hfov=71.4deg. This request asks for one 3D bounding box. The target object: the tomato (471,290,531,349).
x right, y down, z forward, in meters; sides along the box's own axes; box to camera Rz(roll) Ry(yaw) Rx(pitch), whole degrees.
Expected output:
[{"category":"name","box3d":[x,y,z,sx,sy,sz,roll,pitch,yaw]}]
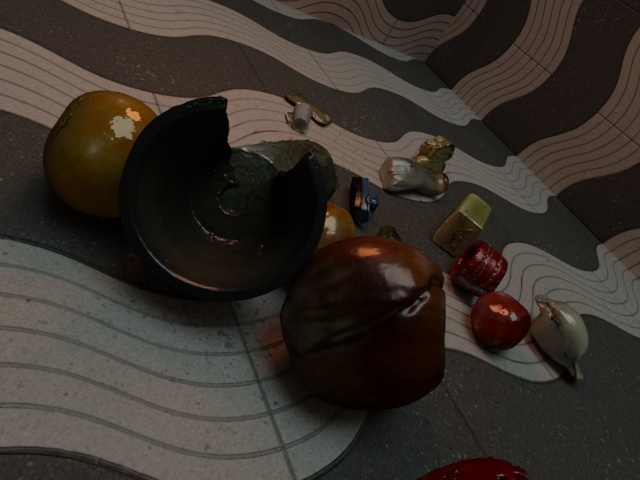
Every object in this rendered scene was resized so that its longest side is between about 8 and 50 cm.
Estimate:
[{"category":"tomato","box3d":[0.539,0.239,1.344,0.187,0.151,0.187,17,40,-15]}]

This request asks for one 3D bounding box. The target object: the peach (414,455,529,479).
[{"category":"peach","box3d":[0.246,0.507,0.635,0.370,0.370,0.370,22,38,-18]}]

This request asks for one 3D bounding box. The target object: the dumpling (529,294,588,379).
[{"category":"dumpling","box3d":[0.798,0.315,1.491,0.175,0.243,0.227,9,1,31]}]

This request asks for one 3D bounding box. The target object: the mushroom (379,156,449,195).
[{"category":"mushroom","box3d":[0.385,-0.245,1.821,0.329,0.122,0.159,9,79,-31]}]

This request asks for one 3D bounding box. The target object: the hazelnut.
[{"category":"hazelnut","box3d":[0.095,0.169,0.919,0.372,0.315,0.372,6,76,-22]}]

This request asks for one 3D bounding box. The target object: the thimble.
[{"category":"thimble","box3d":[0.524,0.091,1.481,0.125,0.163,0.189,38,21,2]}]

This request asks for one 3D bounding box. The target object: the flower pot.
[{"category":"flower pot","box3d":[-0.194,-0.074,0.924,0.379,0.379,0.251,28,1,-11]}]

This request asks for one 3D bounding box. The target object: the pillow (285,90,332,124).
[{"category":"pillow","box3d":[-0.045,-0.564,1.883,0.217,0.033,0.130,36,33,1]}]

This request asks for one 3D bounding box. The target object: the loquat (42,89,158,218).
[{"category":"loquat","box3d":[-0.440,-0.177,0.928,0.263,0.263,0.263,22,38,-18]}]

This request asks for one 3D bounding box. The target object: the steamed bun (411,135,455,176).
[{"category":"steamed bun","box3d":[0.490,-0.379,2.003,0.192,0.177,0.106,-13,47,-30]}]

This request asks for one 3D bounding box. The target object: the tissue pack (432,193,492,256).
[{"category":"tissue pack","box3d":[0.535,-0.061,1.671,0.125,0.159,0.234,41,36,8]}]

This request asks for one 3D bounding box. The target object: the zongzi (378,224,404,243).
[{"category":"zongzi","box3d":[0.188,-0.019,1.439,0.131,0.062,0.154,3,39,-21]}]

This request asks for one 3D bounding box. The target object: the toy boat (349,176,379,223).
[{"category":"toy boat","box3d":[0.151,-0.146,1.505,0.097,0.100,0.223,16,41,-10]}]

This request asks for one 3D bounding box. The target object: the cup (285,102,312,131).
[{"category":"cup","box3d":[-0.088,-0.477,1.730,0.104,0.074,0.116,6,44,1]}]

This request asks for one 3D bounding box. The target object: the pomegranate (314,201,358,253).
[{"category":"pomegranate","box3d":[-0.009,0.000,1.078,0.207,0.207,0.207,22,38,-18]}]

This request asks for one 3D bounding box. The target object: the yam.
[{"category":"yam","box3d":[-0.112,-0.162,1.223,0.241,0.241,0.348,44,34,11]}]
